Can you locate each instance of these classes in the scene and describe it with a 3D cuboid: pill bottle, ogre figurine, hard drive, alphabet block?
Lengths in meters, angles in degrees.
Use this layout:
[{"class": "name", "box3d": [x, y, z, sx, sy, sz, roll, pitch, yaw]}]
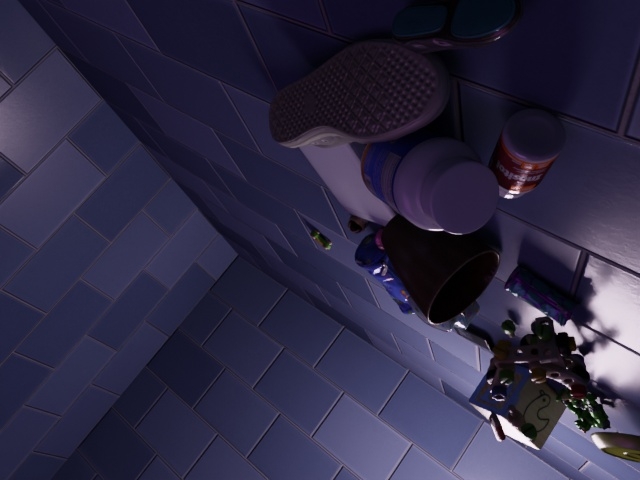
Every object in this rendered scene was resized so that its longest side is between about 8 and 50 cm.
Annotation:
[{"class": "pill bottle", "box3d": [0.178, -0.104, 0.933, 0.152, 0.152, 0.272, 45, -178, -24]}, {"class": "ogre figurine", "box3d": [0.772, 0.491, 1.627, 0.118, 0.097, 0.197, 55, 153, 9]}, {"class": "pill bottle", "box3d": [0.302, -0.123, 0.839, 0.086, 0.086, 0.152, 34, 166, 16]}, {"class": "hard drive", "box3d": [0.068, -0.167, 1.379, 0.233, 0.047, 0.353, 24, 160, 46]}, {"class": "alphabet block", "box3d": [0.658, 0.543, 1.872, 0.197, 0.192, 0.193, 41, 168, -15]}, {"class": "hard drive", "box3d": [0.509, 0.316, 1.864, 0.135, 0.022, 0.094, 26, 162, 42]}]

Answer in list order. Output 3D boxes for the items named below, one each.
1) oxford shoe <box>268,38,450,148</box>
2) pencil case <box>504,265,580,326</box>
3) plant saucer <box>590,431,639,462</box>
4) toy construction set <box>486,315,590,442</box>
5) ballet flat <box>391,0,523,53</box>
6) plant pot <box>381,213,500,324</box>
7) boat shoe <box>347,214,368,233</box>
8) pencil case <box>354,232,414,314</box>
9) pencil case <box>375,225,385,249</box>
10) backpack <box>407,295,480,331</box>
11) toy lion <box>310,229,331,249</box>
[{"class": "oxford shoe", "box3d": [0.066, -0.245, 0.994, 0.130, 0.169, 0.449, -1, -178, -34]}, {"class": "pencil case", "box3d": [0.479, 0.119, 1.217, 0.152, 0.064, 0.070, 34, -178, 14]}, {"class": "plant saucer", "box3d": [0.886, 0.587, 1.560, 0.241, 0.037, 0.241, 14, 156, 6]}, {"class": "toy construction set", "box3d": [0.500, 0.320, 1.373, 0.258, 0.308, 0.237, 16, 150, 39]}, {"class": "ballet flat", "box3d": [0.182, -0.278, 0.721, 0.068, 0.072, 0.213, 14, -175, -38]}, {"class": "plant pot", "box3d": [0.254, 0.039, 1.300, 0.230, 0.215, 0.215, 46, 173, 34]}, {"class": "boat shoe", "box3d": [0.105, -0.050, 1.635, 0.063, 0.059, 0.170, 37, 166, 5]}, {"class": "pencil case", "box3d": [0.226, 0.107, 1.703, 0.306, 0.119, 0.133, 46, -173, -34]}, {"class": "pencil case", "box3d": [0.249, 0.028, 1.470, 0.209, 0.095, 0.098, 32, -178, 31]}, {"class": "backpack", "box3d": [0.349, 0.174, 1.572, 0.166, 0.144, 0.188, 12, 154, 50]}, {"class": "toy lion", "box3d": [0.000, 0.000, 2.140, 0.100, 0.034, 0.096, 41, 174, -9]}]
